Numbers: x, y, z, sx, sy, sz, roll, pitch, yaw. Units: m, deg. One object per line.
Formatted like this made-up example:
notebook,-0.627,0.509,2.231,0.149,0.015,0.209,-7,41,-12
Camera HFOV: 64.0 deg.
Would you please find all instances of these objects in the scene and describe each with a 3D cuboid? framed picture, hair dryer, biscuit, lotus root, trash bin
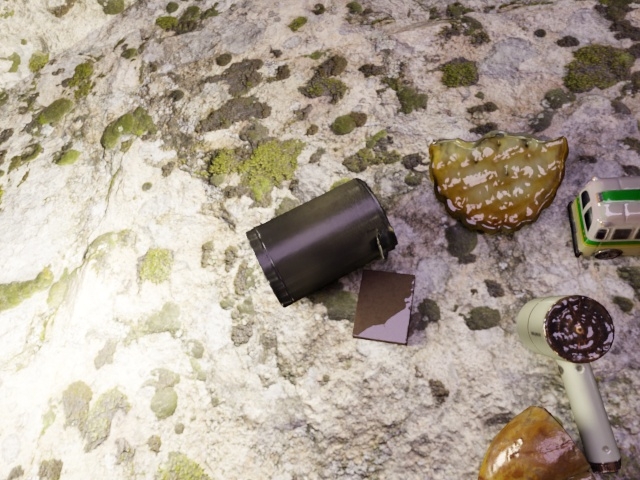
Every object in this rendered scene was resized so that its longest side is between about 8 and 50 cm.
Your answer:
framed picture,0.150,0.155,1.206,0.127,0.023,0.169,6,66,14
hair dryer,0.506,0.285,0.997,0.128,0.203,0.362,-15,81,4
biscuit,0.428,-0.177,1.286,0.335,0.078,0.329,36,79,25
lotus root,0.380,0.426,0.925,0.180,0.199,0.188,-28,55,-8
trash bin,0.000,0.000,1.213,0.301,0.203,0.252,-27,43,-3

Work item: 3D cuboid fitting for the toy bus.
toy bus,0.719,-0.058,1.102,0.305,0.179,0.143,-1,64,11
